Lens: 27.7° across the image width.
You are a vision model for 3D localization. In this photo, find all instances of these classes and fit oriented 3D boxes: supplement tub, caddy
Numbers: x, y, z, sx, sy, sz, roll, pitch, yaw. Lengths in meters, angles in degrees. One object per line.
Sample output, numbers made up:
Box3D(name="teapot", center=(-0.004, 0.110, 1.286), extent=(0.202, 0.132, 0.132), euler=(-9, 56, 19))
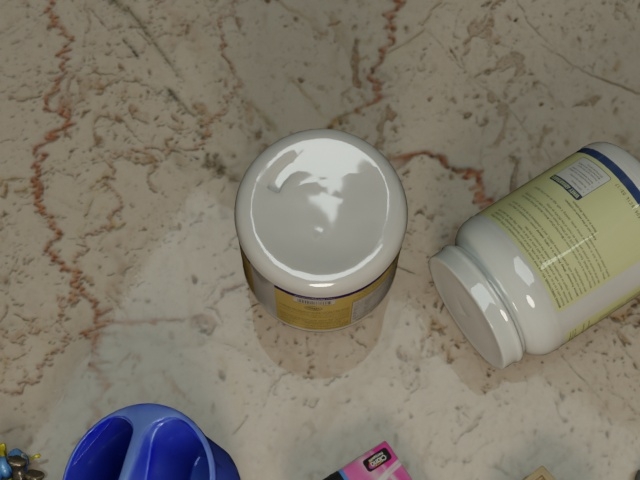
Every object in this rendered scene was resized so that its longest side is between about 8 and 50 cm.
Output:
Box3D(name="supplement tub", center=(0.000, 0.000, 1.905), extent=(0.241, 0.331, 0.241), euler=(0, 74, -1))
Box3D(name="supplement tub", center=(0.351, 0.025, 1.951), extent=(0.324, 0.235, 0.235), euler=(-31, 76, -9))
Box3D(name="caddy", center=(-0.250, 0.404, 1.827), extent=(0.241, 0.179, 0.341), euler=(-1, 68, 20))

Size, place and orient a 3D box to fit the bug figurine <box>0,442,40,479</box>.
Box3D(name="bug figurine", center=(-0.558, 0.276, 1.954), extent=(0.216, 0.072, 0.279), euler=(-23, 75, -7))

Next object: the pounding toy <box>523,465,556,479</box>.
Box3D(name="pounding toy", center=(0.340, 0.419, 1.917), extent=(0.141, 0.100, 0.130), euler=(-36, 63, -13))

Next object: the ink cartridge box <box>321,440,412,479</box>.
Box3D(name="ink cartridge box", center=(0.121, 0.491, 1.882), extent=(0.175, 0.069, 0.371), euler=(-28, 77, -24))

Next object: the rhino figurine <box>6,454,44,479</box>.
Box3D(name="rhino figurine", center=(-0.526, 0.365, 1.873), extent=(0.243, 0.073, 0.106), euler=(7, 110, -13))

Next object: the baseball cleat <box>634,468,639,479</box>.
Box3D(name="baseball cleat", center=(0.461, 0.430, 1.905), extent=(0.109, 0.072, 0.206), euler=(10, 72, -23))
